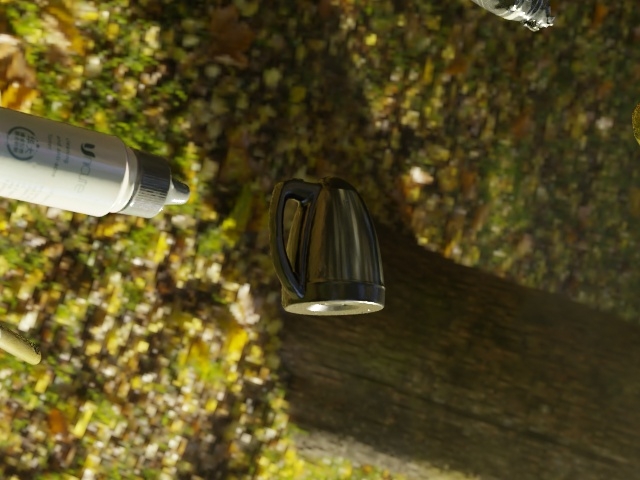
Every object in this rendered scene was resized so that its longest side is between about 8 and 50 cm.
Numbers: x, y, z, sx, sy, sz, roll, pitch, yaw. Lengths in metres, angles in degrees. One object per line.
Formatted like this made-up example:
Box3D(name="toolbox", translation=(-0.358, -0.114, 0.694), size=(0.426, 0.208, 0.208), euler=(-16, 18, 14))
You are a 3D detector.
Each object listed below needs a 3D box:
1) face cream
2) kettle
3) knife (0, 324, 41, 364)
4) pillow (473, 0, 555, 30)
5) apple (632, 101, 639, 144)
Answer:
Box3D(name="face cream", translation=(-0.270, -0.077, 1.210), size=(0.311, 0.092, 0.092), euler=(14, 89, -37))
Box3D(name="kettle", translation=(0.004, 0.003, 2.324), size=(0.207, 0.251, 0.271), euler=(140, -48, -73))
Box3D(name="knife", translation=(-0.327, 0.094, 1.139), size=(0.298, 0.017, 0.047), euler=(69, 3, -73))
Box3D(name="pillow", translation=(0.107, -0.328, 1.142), size=(0.335, 0.092, 0.161), euler=(35, 40, -23))
Box3D(name="apple", translation=(0.468, -0.163, 1.595), size=(0.089, 0.074, 0.089), euler=(36, 48, -54))
